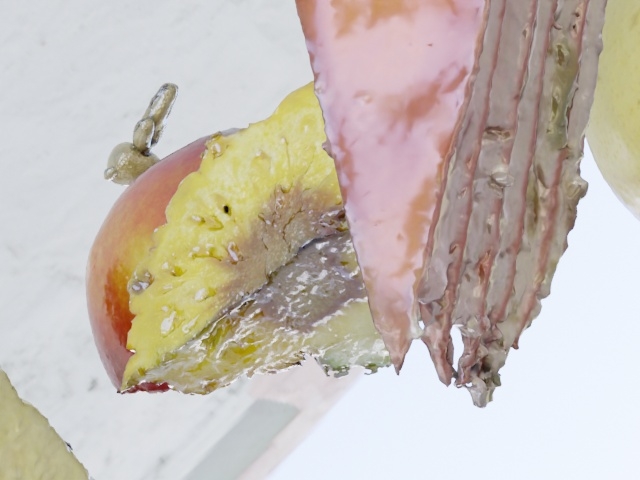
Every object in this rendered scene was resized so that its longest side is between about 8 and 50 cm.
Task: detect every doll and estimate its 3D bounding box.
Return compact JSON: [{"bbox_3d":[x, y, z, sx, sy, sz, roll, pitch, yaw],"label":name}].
[{"bbox_3d":[-0.150,-0.089,1.009,0.061,0.051,0.093,-61,-18,-82],"label":"doll"}]

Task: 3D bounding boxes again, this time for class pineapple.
[{"bbox_3d":[0.004,-0.004,0.750,0.249,0.140,0.164,-40,-40,20],"label":"pineapple"}]

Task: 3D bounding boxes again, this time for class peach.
[{"bbox_3d":[-0.070,0.036,0.895,0.196,0.190,0.226,24,-69,-27],"label":"peach"}]

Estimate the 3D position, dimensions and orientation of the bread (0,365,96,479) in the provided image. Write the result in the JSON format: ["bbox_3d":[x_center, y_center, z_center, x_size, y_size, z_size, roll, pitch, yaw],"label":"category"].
[{"bbox_3d":[-0.346,0.197,0.782,0.346,0.404,0.242,-51,-53,-30],"label":"bread"}]

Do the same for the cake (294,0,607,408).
[{"bbox_3d":[0.043,-0.080,0.459,0.098,0.135,0.287,2,-90,-64],"label":"cake"}]

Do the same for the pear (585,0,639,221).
[{"bbox_3d":[0.389,-0.142,1.016,0.348,0.348,0.348,-33,-32,-24],"label":"pear"}]
